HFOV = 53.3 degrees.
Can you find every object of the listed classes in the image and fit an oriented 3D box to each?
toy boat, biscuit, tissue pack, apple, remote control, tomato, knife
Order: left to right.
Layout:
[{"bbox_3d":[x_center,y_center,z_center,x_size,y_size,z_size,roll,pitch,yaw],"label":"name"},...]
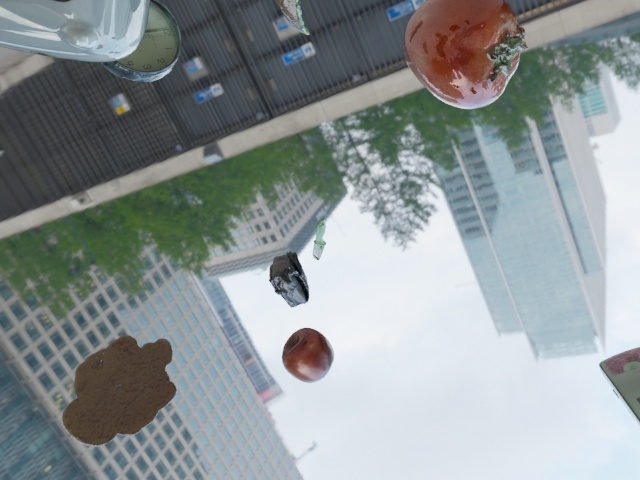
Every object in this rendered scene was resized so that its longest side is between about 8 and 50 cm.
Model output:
[{"bbox_3d":[-0.427,-0.395,0.944,0.333,0.229,0.236,10,-154,-9],"label":"tissue pack"},{"bbox_3d":[-0.457,0.338,1.467,0.290,0.208,0.041,-44,-174,-26],"label":"biscuit"},{"bbox_3d":[-0.079,-0.719,1.813,0.099,0.292,0.108,-22,-137,-24],"label":"toy boat"},{"bbox_3d":[-0.041,0.391,2.160,0.181,0.168,0.181,-45,-168,12],"label":"apple"},{"bbox_3d":[0.000,0.000,1.444,0.207,0.030,0.014,102,14,-64],"label":"knife"},{"bbox_3d":[0.371,-0.515,1.693,0.322,0.321,0.321,-23,-161,8],"label":"tomato"},{"bbox_3d":[0.826,0.378,1.599,0.145,0.050,0.344,-24,-165,11],"label":"remote control"}]

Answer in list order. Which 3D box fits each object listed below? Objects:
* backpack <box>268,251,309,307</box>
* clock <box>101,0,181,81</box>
[{"bbox_3d":[-0.098,0.130,1.981,0.106,0.165,0.120,-15,-150,10],"label":"backpack"},{"bbox_3d":[-0.448,-0.499,1.550,0.226,0.226,0.049,-38,-170,-32],"label":"clock"}]
